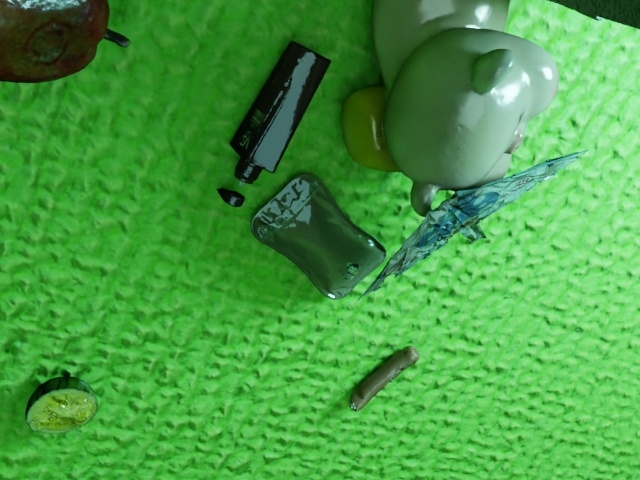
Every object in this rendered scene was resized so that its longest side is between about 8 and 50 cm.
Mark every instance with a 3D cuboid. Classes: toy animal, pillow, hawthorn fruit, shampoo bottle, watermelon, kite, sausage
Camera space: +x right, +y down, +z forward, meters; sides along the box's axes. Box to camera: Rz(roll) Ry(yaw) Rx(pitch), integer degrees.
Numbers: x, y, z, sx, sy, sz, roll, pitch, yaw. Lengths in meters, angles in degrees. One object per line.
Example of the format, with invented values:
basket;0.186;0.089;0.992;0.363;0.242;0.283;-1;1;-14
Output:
toy animal;0.199;-0.204;0.872;0.277;0.247;0.345;5;116;-19
pillow;0.000;0.000;1.049;0.130;0.033;0.217;-42;121;7
hawthorn fruit;-0.327;-0.257;0.713;0.260;0.224;0.224;24;109;-40
shampoo bottle;-0.070;-0.152;0.929;0.067;0.068;0.236;22;107;-25
watermelon;-0.394;0.245;1.047;0.105;0.062;0.106;-14;131;-17
kite;0.200;-0.024;0.976;0.406;0.014;0.368;-34;163;12
sausage;0.109;0.242;1.209;0.158;0.042;0.036;-43;80;7

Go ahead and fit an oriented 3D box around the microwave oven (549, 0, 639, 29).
microwave oven;0.368;-0.407;0.705;0.236;0.432;0.374;-34;121;3
